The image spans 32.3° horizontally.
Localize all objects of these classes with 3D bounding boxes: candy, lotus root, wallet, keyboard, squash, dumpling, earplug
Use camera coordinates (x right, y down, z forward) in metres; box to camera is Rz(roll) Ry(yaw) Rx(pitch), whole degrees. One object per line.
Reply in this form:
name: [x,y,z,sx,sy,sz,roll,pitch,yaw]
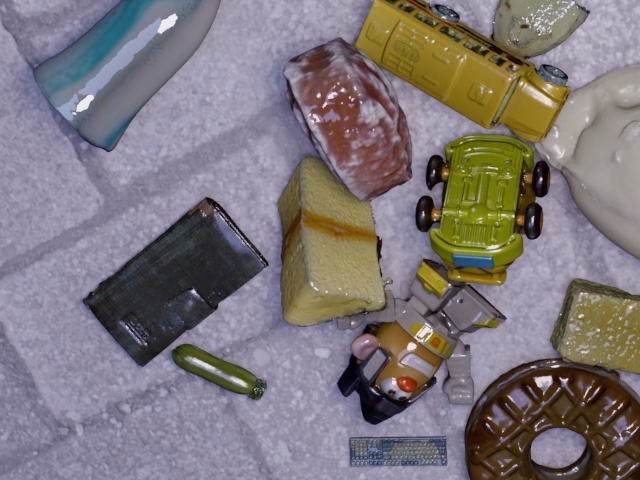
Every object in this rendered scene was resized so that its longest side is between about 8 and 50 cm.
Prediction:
candy: [0.054,-0.190,1.746,0.157,0.214,0.289,-23,141,13]
lotus root: [0.341,-0.355,1.761,0.143,0.070,0.144,33,106,0]
wallet: [-0.259,0.076,1.963,0.317,0.044,0.169,-38,97,15]
keyboard: [0.140,0.382,1.998,0.176,0.014,0.055,-2,100,8]
squash: [-0.183,0.235,1.988,0.183,0.052,0.052,23,105,0]
dumpling: [0.545,-0.128,1.732,0.395,0.233,0.315,36,88,24]
earplug: [-0.292,-0.318,1.818,0.324,0.185,0.185,-40,95,8]

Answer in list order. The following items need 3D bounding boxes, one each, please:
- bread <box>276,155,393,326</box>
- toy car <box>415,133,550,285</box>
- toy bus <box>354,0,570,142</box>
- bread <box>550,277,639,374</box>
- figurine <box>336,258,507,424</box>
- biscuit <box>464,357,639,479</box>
bread: [0.000,0.000,1.816,0.178,0.266,0.142,-22,143,21]
toy car: [0.264,-0.046,1.785,0.200,0.248,0.142,8,147,17]
toy bus: [0.221,-0.273,1.743,0.335,0.123,0.121,33,121,14]
bread: [0.495,0.148,1.846,0.196,0.102,0.138,10,107,2]
figurine: [0.158,0.178,1.877,0.308,0.143,0.309,2,105,6]
biscuit: [0.409,0.362,1.910,0.332,0.103,0.332,2,103,7]
